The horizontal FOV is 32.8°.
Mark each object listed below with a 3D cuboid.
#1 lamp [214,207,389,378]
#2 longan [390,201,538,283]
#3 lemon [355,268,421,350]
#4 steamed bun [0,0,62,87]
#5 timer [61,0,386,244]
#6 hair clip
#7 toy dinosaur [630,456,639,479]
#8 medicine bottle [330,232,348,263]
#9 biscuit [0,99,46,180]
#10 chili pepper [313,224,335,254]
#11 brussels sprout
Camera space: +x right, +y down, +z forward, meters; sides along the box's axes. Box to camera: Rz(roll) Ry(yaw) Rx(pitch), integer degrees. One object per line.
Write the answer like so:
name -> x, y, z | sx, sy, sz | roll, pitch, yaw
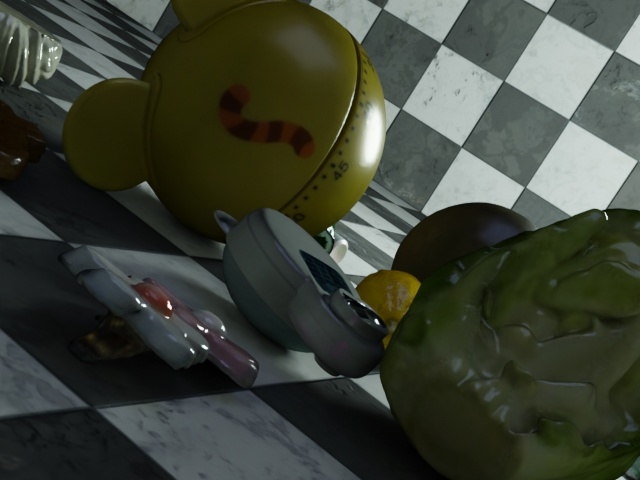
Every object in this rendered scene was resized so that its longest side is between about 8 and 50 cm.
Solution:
lamp -> -0.025, 0.065, 1.191 | 0.179, 0.108, 0.246 | 27, 17, -48
longan -> 0.229, 0.065, 1.603 | 0.258, 0.258, 0.258 | 31, 9, -5
lemon -> 0.090, 0.096, 1.399 | 0.114, 0.114, 0.155 | 31, 14, -4
steamed bun -> -0.471, -0.289, 1.609 | 0.183, 0.106, 0.183 | 34, 6, -4
timer -> -0.110, -0.178, 1.429 | 0.387, 0.376, 0.376 | 32, 7, -36
hair clip -> -0.132, 0.075, 0.920 | 0.146, 0.075, 0.257 | 31, 3, 25
toy dinosaur -> 0.489, 0.310, 1.652 | 0.129, 0.076, 0.383 | 63, 12, -9
medicine bottle -> 0.000, 0.000, 1.796 | 0.089, 0.052, 0.052 | 38, 11, 35
biscuit -> -0.444, -0.158, 1.187 | 0.301, 0.043, 0.278 | 25, 13, -29
chili pepper -> -0.049, -0.094, 1.789 | 0.136, 0.099, 0.270 | 12, 39, -14
brussels sprout -> 0.231, 0.133, 1.134 | 0.371, 0.315, 0.276 | -21, 74, -35
